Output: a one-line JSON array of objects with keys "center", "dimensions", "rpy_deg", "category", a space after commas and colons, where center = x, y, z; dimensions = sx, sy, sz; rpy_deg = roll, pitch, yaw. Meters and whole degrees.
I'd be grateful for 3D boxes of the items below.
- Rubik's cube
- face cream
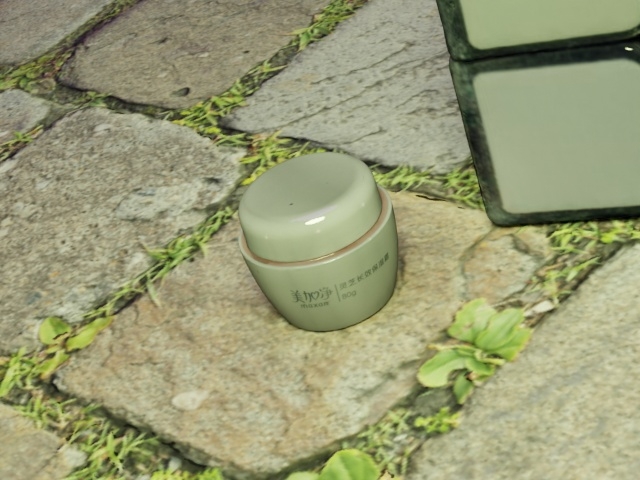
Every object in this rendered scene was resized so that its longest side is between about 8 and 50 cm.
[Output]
[{"center": [0.266, -0.223, 1.033], "dimensions": [0.316, 0.313, 0.318], "rpy_deg": [-4, 36, 22], "category": "Rubik's cube"}, {"center": [0.000, 0.000, 1.021], "dimensions": [0.117, 0.104, 0.117], "rpy_deg": [-12, 33, 8], "category": "face cream"}]
